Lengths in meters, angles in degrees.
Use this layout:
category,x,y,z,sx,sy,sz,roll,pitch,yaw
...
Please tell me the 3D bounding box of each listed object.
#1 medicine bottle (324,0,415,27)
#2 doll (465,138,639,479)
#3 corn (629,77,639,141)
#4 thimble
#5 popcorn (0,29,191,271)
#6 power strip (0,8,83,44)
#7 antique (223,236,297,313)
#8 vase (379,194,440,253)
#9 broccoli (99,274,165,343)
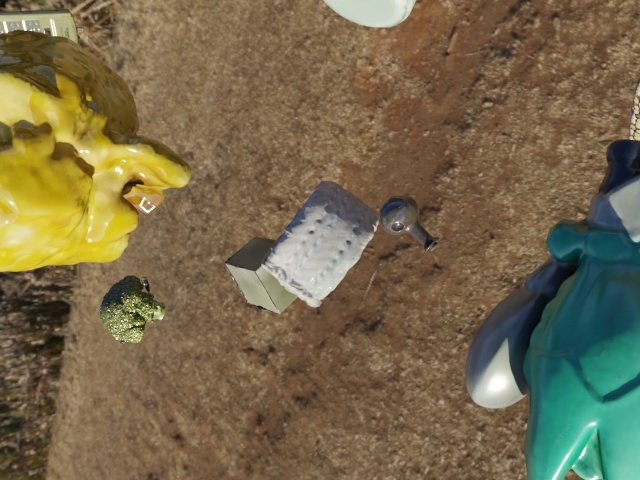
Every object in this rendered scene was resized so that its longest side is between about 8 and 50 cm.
category,x,y,z,sx,sy,sz,roll,pitch,yaw
medicine bottle,0.082,-0.376,0.649,0.135,0.135,0.169,16,80,46
doll,0.230,0.074,0.372,0.195,0.153,0.258,44,108,34
corn,0.698,-0.262,1.089,0.092,0.280,0.092,-13,60,25
thimble,0.000,0.000,1.089,0.157,0.246,0.217,35,158,-2
popcorn,-0.243,-0.077,0.445,0.191,0.253,0.190,-28,72,21
power strip,-0.521,-0.379,0.943,0.028,0.168,0.076,54,148,34
antique,-0.133,0.082,1.337,0.151,0.148,0.147,10,135,49
vase,0.251,-0.041,1.433,0.183,0.120,0.120,44,126,18
broccoli,-0.364,0.134,1.001,0.130,0.120,0.132,-19,68,42
